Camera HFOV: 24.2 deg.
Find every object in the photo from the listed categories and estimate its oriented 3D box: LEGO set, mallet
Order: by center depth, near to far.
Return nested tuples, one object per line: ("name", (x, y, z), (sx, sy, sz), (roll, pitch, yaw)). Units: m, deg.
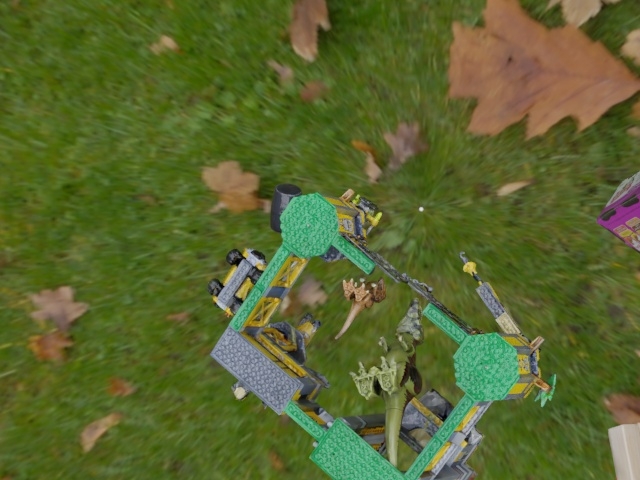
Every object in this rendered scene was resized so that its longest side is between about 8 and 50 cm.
("LEGO set", (0.067, 0.112, 1.439), (0.331, 0.192, 0.255), (31, 99, 24))
("mallet", (0.000, 0.000, 1.891), (0.190, 0.039, 0.062), (42, 133, 34))

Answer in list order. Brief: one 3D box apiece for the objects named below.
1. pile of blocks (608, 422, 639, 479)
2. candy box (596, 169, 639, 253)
("pile of blocks", (0.355, 0.340, 1.442), (0.149, 0.113, 0.362), (-26, 87, -36))
("candy box", (0.458, 0.004, 1.750), (0.233, 0.159, 0.071), (37, 75, -1))
